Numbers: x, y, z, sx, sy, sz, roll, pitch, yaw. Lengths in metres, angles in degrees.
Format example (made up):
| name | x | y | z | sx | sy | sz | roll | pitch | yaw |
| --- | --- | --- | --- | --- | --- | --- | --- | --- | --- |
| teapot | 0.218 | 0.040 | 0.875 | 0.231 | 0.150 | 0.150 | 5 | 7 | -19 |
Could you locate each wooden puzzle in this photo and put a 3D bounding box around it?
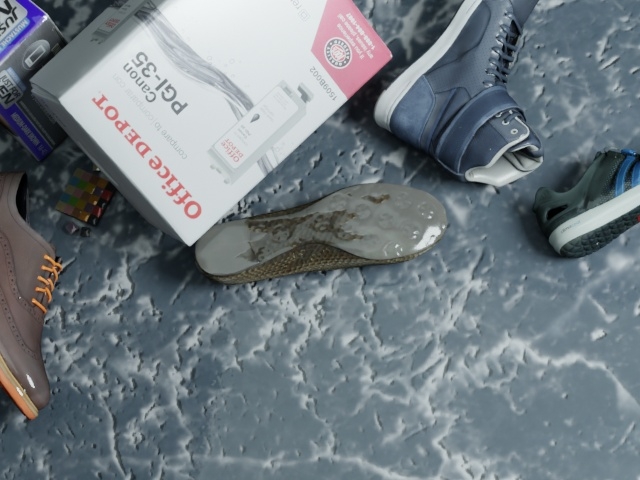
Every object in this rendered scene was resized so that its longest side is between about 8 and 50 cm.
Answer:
| name | x | y | z | sx | sy | sz | roll | pitch | yaw |
| --- | --- | --- | --- | --- | --- | --- | --- | --- | --- |
| wooden puzzle | -0.242 | -0.044 | 1.630 | 0.049 | 0.006 | 0.083 | 22 | 75 | 18 |

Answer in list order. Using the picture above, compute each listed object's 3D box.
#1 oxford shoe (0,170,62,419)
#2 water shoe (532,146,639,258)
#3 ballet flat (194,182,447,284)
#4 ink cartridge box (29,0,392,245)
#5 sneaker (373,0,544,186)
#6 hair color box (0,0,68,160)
| name | x | y | z | sx | sy | sz | roll | pitch | yaw |
| --- | --- | --- | --- | --- | --- | --- | --- | --- | --- |
| oxford shoe | -0.301 | 0.045 | 1.561 | 0.098 | 0.097 | 0.271 | -20 | 67 | -4 |
| water shoe | 0.298 | -0.063 | 1.503 | 0.203 | 0.073 | 0.080 | -29 | 65 | -2 |
| ballet flat | 0.000 | 0.000 | 1.549 | 0.250 | 0.058 | 0.084 | -12 | 71 | 1 |
| ink cartridge box | -0.105 | -0.164 | 1.536 | 0.283 | 0.207 | 0.117 | -44 | 27 | -8 |
| sneaker | 0.183 | -0.157 | 1.544 | 0.226 | 0.086 | 0.163 | -50 | 58 | 0 |
| hair color box | -0.395 | -0.248 | 1.640 | 0.339 | 0.185 | 0.110 | 39 | 80 | 21 |
